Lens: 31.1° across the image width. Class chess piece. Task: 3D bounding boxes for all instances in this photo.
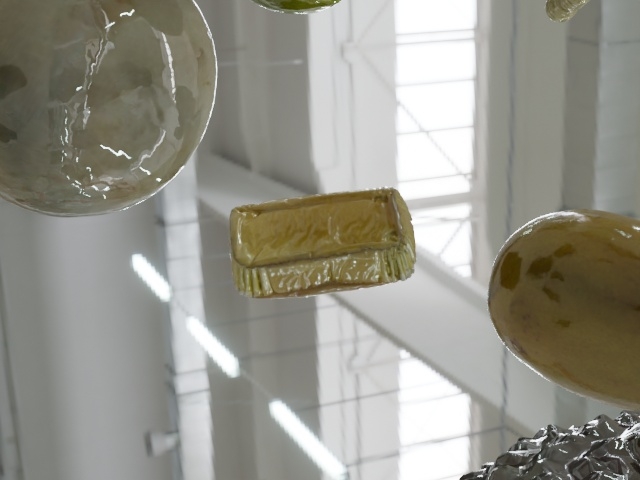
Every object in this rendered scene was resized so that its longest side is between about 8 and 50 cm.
[{"bbox_3d":[0.274,-0.263,1.242,0.092,0.035,0.035,156,-75,-82],"label":"chess piece"}]

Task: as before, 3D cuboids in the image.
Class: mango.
[{"bbox_3d":[0.450,0.109,1.632,0.445,0.232,0.300,14,-45,29],"label":"mango"}]

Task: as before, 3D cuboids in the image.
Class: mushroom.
[{"bbox_3d":[-0.317,-0.211,1.487,0.294,0.362,0.362,41,-45,43],"label":"mushroom"}]

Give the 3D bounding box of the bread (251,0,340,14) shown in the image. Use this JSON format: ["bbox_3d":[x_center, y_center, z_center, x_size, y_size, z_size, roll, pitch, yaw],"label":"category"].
[{"bbox_3d":[-0.024,-0.458,1.348,0.208,0.251,0.377,-122,-162,-63],"label":"bread"}]

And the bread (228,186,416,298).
[{"bbox_3d":[0.000,0.000,1.728,0.119,0.288,0.153,80,3,-58],"label":"bread"}]

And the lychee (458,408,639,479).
[{"bbox_3d":[0.207,0.278,0.614,0.380,0.380,0.432,-164,-108,-66],"label":"lychee"}]
